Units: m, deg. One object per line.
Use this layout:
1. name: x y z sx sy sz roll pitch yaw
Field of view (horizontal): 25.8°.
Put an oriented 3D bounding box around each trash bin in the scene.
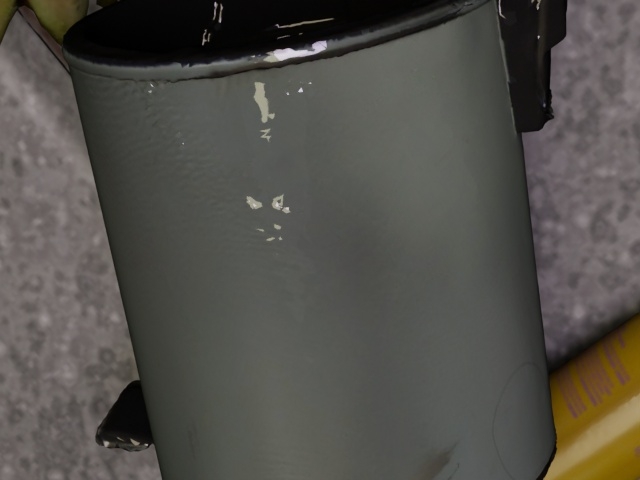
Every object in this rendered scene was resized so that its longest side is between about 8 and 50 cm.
1. trash bin: 0.000 0.000 0.719 0.277 0.217 0.262 -6 111 12

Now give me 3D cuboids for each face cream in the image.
1. face cream: 0.112 0.144 0.827 0.273 0.078 0.078 -38 96 17

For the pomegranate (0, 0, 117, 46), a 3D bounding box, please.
1. pomegranate: -0.136 -0.278 0.698 0.309 0.216 0.358 17 138 10
